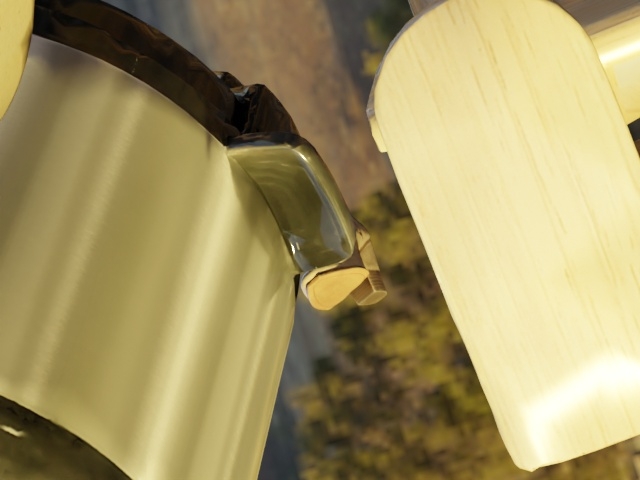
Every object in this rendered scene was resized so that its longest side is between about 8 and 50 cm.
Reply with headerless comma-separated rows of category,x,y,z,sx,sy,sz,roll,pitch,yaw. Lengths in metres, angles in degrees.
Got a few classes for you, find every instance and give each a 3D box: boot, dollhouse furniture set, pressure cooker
boot,0.000,0.000,1.230,0.087,0.042,0.118,59,-165,19
dollhouse furniture set,0.191,-0.153,0.690,0.362,0.394,0.256,-74,-38,-75
pressure cooker,-0.206,0.060,1.073,0.420,0.369,0.375,-76,11,-46

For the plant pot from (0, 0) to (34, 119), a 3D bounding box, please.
plant pot,-0.251,-0.036,0.651,0.274,0.256,0.257,-83,-15,-56
